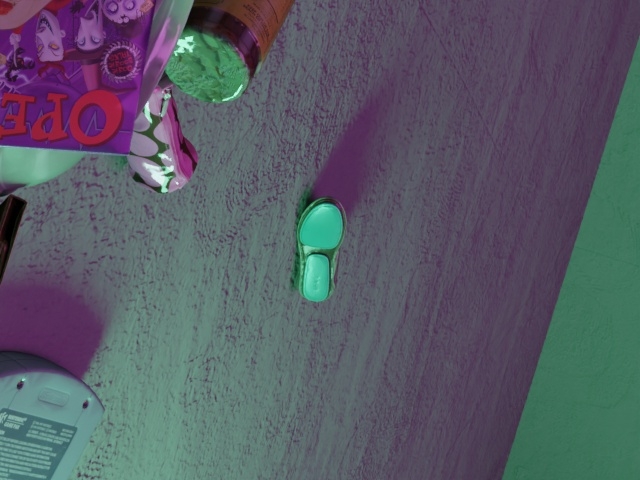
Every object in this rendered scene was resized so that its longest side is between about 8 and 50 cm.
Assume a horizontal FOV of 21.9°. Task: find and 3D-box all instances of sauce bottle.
[{"bbox_3d":[-0.075,-0.296,1.854,0.111,0.111,0.344,94,13,-45],"label":"sauce bottle"}]

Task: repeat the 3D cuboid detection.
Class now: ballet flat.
[{"bbox_3d":[0.000,0.000,2.517,0.068,0.072,0.213,-79,178,-48],"label":"ballet flat"}]

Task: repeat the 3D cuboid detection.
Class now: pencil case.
[{"bbox_3d":[-0.190,-0.138,1.877,0.095,0.098,0.209,-52,156,-23],"label":"pencil case"}]

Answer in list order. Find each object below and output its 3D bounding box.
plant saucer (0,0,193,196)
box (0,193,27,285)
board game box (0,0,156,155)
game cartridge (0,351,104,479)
[{"bbox_3d":[-0.200,-0.208,1.600,0.400,0.100,0.401,25,90,-89],"label":"plant saucer"},{"bbox_3d":[-0.338,0.041,1.671,0.201,0.021,0.164,165,-57,-74],"label":"box"},{"bbox_3d":[-0.307,-0.184,1.353,0.346,0.056,0.208,2,115,-26],"label":"board game box"},{"bbox_3d":[-0.367,0.233,1.976,0.196,0.060,0.294,-58,158,-2],"label":"game cartridge"}]
